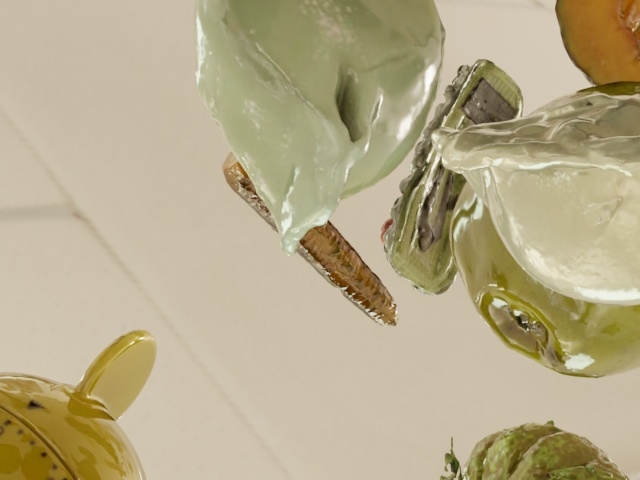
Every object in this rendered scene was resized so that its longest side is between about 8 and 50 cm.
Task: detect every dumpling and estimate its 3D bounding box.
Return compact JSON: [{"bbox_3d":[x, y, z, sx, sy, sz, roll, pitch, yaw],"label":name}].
[{"bbox_3d":[0.007,-0.147,1.297,0.212,0.270,0.320,4,-141,35],"label":"dumpling"},{"bbox_3d":[0.163,-0.028,0.855,0.229,0.124,0.151,15,170,17],"label":"dumpling"}]

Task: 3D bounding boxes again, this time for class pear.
[{"bbox_3d":[0.291,-0.031,1.574,0.287,0.287,0.375,30,-116,-2],"label":"pear"}]

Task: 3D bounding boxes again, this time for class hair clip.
[{"bbox_3d":[0.162,-0.086,2.003,0.138,0.321,0.091,37,159,-31],"label":"hair clip"}]

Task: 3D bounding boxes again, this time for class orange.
[{"bbox_3d":[0.321,0.386,2.035,0.223,0.300,0.301,-17,-170,-33],"label":"orange"}]

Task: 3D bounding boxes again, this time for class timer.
[{"bbox_3d":[-0.338,0.297,1.703,0.376,0.376,0.387,37,-140,12],"label":"timer"}]

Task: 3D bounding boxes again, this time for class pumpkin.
[{"bbox_3d":[0.351,-0.248,1.789,0.149,0.254,0.130,9,-179,8],"label":"pumpkin"}]

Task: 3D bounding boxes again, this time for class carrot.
[{"bbox_3d":[0.000,0.000,1.831,0.314,0.066,0.066,45,-158,-23],"label":"carrot"}]
